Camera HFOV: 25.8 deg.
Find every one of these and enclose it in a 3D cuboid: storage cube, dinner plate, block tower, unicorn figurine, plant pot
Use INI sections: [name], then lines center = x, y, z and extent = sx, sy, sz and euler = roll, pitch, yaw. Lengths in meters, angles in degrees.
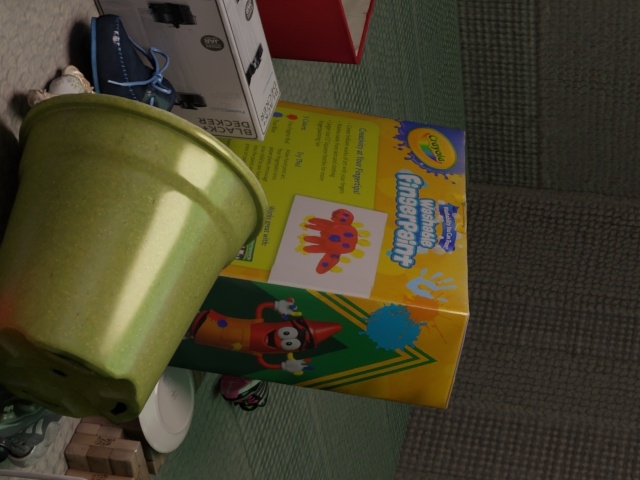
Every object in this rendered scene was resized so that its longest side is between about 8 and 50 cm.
[storage cube]
center = -0.030, -0.394, 2.074
extent = 0.215, 0.193, 0.184
euler = 68, 32, -59
[dinner plate]
center = -0.186, 0.193, 1.734
extent = 0.141, 0.017, 0.141
euler = -4, 90, -66
[block tower]
center = -0.221, 0.195, 1.804
extent = 0.335, 0.097, 0.091
euler = -69, 159, -46
[unicorn figurine]
center = -0.280, -0.137, 1.512
extent = 0.162, 0.060, 0.111
euler = -100, 170, -57
[plant pot]
center = -0.223, 0.034, 1.410
extent = 0.276, 0.276, 0.254
euler = 73, 32, -56

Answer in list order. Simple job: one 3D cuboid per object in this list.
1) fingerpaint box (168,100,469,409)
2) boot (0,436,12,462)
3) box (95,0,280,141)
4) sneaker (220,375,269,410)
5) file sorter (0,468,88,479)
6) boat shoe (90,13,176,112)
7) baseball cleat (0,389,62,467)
[fingerpaint box]
center = 0.000, 0.000, 1.826
extent = 0.445, 0.371, 0.163
euler = -83, -178, -56
[boot]
center = -0.351, 0.229, 1.298
extent = 0.045, 0.121, 0.099
euler = 63, 30, -60
[box]
center = -0.160, -0.249, 1.702
extent = 0.290, 0.169, 0.087
euler = 76, 25, -54
[sneaker]
center = -0.118, 0.245, 2.264
extent = 0.170, 0.063, 0.075
euler = -36, 125, -76
[file sorter]
center = -0.279, 0.357, 1.480
extent = 0.278, 0.192, 0.173
euler = 60, 36, -66
[boat shoe]
center = -0.212, -0.178, 1.665
extent = 0.258, 0.089, 0.109
euler = 78, 10, -60
[baseball cleat]
center = -0.323, 0.201, 1.477
extent = 0.206, 0.072, 0.110
euler = -20, 127, -66
